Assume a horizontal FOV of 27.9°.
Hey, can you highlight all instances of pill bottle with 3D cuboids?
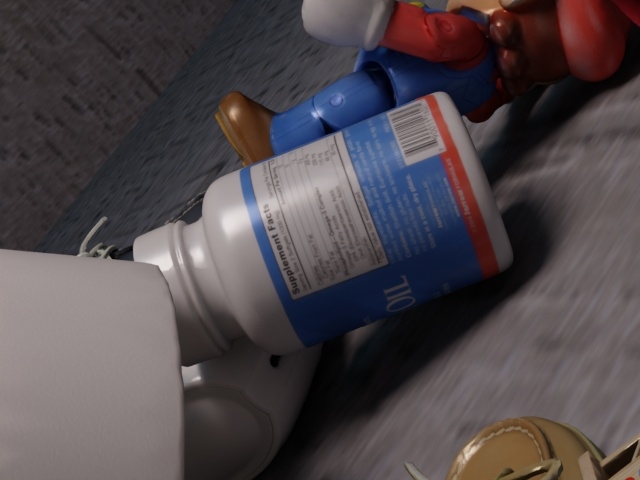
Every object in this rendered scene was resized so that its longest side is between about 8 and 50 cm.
[{"bbox_3d":[0.000,0.000,0.822,0.221,0.124,0.124,-21,20,5],"label":"pill bottle"}]

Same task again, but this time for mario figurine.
[{"bbox_3d":[0.078,-0.146,0.933,0.320,0.170,0.198,-30,10,1],"label":"mario figurine"}]

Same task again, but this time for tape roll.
[{"bbox_3d":[-0.153,0.146,0.716,0.286,0.100,0.286,-175,90,-73],"label":"tape roll"}]

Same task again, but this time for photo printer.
[{"bbox_3d":[-0.119,0.123,0.996,0.307,0.107,0.256,-40,19,26],"label":"photo printer"}]

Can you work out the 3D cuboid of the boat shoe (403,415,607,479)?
[{"bbox_3d":[0.062,0.155,0.488,0.104,0.089,0.285,-40,18,28],"label":"boat shoe"}]

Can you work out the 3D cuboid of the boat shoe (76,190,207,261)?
[{"bbox_3d":[-0.161,0.050,0.936,0.254,0.079,0.095,-43,18,15],"label":"boat shoe"}]

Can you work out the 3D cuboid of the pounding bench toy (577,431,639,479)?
[{"bbox_3d":[0.143,0.100,0.476,0.065,0.052,0.083,-42,17,18],"label":"pounding bench toy"}]

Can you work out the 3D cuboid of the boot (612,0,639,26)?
[{"bbox_3d":[0.284,-0.248,0.784,0.284,0.138,0.377,-46,24,5],"label":"boot"}]
